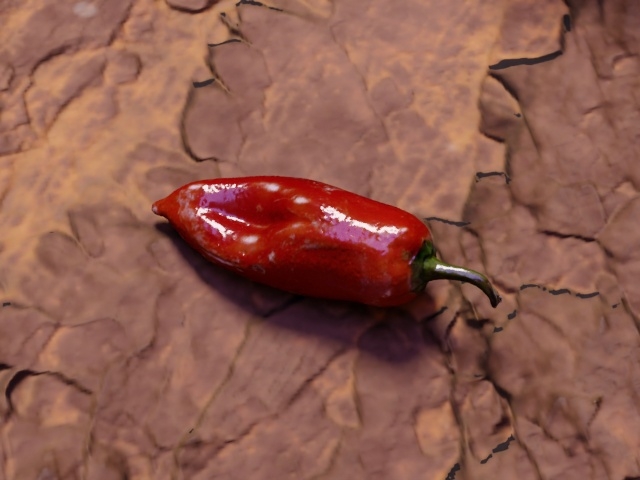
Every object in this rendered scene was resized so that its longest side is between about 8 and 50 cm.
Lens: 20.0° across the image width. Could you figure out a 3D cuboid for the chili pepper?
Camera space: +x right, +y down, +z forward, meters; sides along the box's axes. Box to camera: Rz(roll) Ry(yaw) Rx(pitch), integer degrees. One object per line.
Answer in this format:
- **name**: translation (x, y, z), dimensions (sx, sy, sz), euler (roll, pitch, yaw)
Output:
- **chili pepper**: translation (0.000, -0.001, 0.912), dimensions (0.191, 0.050, 0.059), euler (13, 77, 19)
